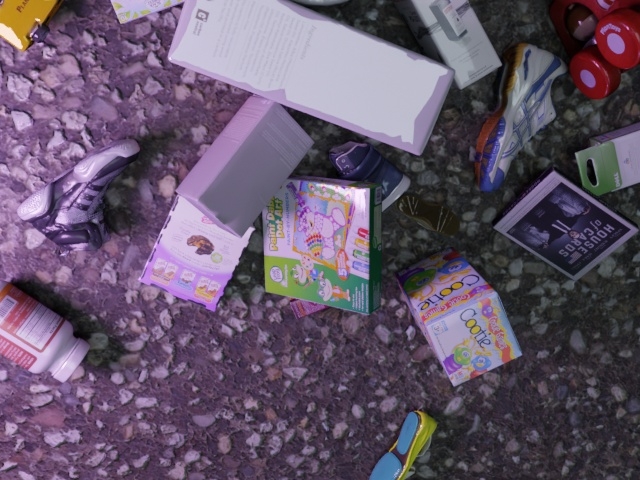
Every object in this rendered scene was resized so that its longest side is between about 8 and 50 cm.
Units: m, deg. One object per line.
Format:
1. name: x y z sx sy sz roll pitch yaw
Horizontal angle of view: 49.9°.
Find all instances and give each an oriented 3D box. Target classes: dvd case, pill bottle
1. dvd case: 0.509 -0.030 1.436 0.239 0.029 0.179 31 125 -14
2. pill bottle: -0.574 0.186 1.362 0.216 0.121 0.121 38 99 -16

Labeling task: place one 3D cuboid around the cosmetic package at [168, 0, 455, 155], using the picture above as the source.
1. cosmetic package: -0.020 -0.316 1.217 0.453 0.230 0.161 19 104 -11

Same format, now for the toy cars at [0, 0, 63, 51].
1. toy cars: -0.495 -0.524 1.156 0.177 0.087 0.393 -1 115 -1

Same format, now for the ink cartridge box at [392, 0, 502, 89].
1. ink cartridge box: 0.221 -0.395 1.256 0.092 0.158 0.217 -31 107 4

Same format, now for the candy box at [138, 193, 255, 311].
1. candy box: -0.245 0.018 1.375 0.165 0.070 0.196 25 103 -13

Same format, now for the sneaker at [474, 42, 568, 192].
1. sneaker: 0.398 -0.229 1.353 0.131 0.112 0.296 12 106 -10

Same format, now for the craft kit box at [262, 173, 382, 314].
1. craft kit box: 0.000 0.000 1.336 0.247 0.061 0.249 10 110 34

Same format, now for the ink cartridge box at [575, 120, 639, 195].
1. ink cartridge box: 0.623 -0.171 1.421 0.209 0.062 0.109 -19 109 1

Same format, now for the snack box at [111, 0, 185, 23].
1. snack box: -0.311 -0.462 1.237 0.141 0.037 0.100 -21 109 0

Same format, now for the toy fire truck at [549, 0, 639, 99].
1. toy fire truck: 0.512 -0.418 1.229 0.169 0.302 0.254 -34 80 -8

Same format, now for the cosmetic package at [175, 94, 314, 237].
1. cosmetic package: -0.138 -0.137 1.270 0.238 0.107 0.127 -50 127 -9

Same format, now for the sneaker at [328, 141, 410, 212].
1. sneaker: 0.047 -0.091 1.361 0.163 0.086 0.226 41 91 -25

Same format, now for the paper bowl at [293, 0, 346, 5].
1. paper bowl: -0.007 -0.551 1.188 0.284 0.148 0.284 -2 106 -6

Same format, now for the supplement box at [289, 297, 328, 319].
1. supplement box: -0.020 0.124 1.442 0.083 0.055 0.043 -22 107 0

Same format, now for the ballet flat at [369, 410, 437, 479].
1. ballet flat: 0.196 0.495 1.575 0.077 0.077 0.231 22 102 -29

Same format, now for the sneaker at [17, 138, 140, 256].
1. sneaker: -0.428 -0.076 1.313 0.269 0.101 0.153 -31 109 9

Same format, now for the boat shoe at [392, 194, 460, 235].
1. boat shoe: 0.219 -0.054 1.426 0.153 0.048 0.056 20 92 -19

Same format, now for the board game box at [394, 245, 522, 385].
1. board game box: 0.262 0.140 1.364 0.142 0.275 0.144 -26 108 1
